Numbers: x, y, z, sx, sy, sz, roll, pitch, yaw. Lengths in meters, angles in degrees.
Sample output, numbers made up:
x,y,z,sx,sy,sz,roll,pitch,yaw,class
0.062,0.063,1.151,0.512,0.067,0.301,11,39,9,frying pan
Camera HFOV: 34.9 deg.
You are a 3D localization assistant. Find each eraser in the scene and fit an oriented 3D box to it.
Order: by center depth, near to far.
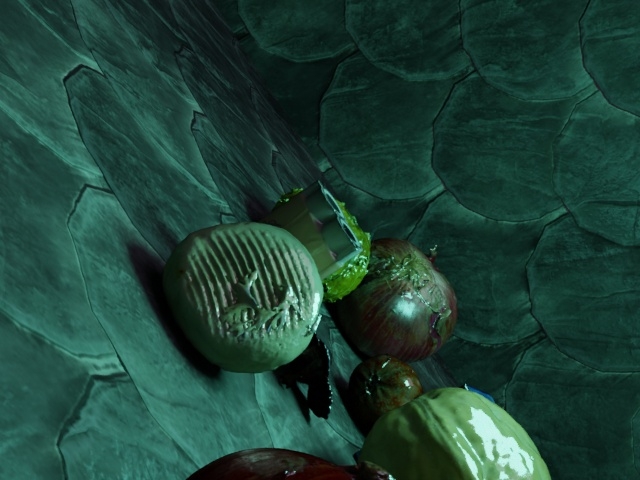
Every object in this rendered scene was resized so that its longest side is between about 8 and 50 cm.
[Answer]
x,y,z,sx,sy,sz,roll,pitch,yaw,class
-0.079,0.039,1.853,0.171,0.290,0.087,62,12,29,eraser

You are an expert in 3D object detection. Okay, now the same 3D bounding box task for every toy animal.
x,y,z,sx,sy,sz,roll,pitch,yaw,class
-0.011,0.242,2.007,0.218,0.116,0.179,69,13,8,toy animal

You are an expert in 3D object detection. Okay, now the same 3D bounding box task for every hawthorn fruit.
x,y,z,sx,sy,sz,roll,pitch,yaw,class
0.162,0.364,2.313,0.235,0.181,0.181,46,14,-44,hawthorn fruit

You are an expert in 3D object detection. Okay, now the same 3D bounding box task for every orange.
x,y,z,sx,sy,sz,roll,pitch,yaw,class
0.000,0.000,2.549,0.301,0.223,0.300,56,5,0,orange

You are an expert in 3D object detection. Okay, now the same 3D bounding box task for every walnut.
x,y,z,sx,sy,sz,roll,pitch,yaw,class
0.237,0.458,1.857,0.381,0.381,0.381,53,11,-15,walnut

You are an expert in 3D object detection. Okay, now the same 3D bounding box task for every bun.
x,y,z,sx,sy,sz,roll,pitch,yaw,class
-0.130,0.099,1.701,0.273,0.273,0.168,58,-29,13,bun

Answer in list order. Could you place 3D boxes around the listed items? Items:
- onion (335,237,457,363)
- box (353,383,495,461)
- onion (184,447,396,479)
x,y,z,sx,sy,sz,roll,pitch,yaw,class
0.205,0.156,2.712,0.353,0.354,0.353,53,11,-15,onion
0.245,0.432,2.162,0.116,0.279,0.261,62,12,20,box
-0.030,0.372,1.011,0.341,0.341,0.341,53,11,-15,onion
